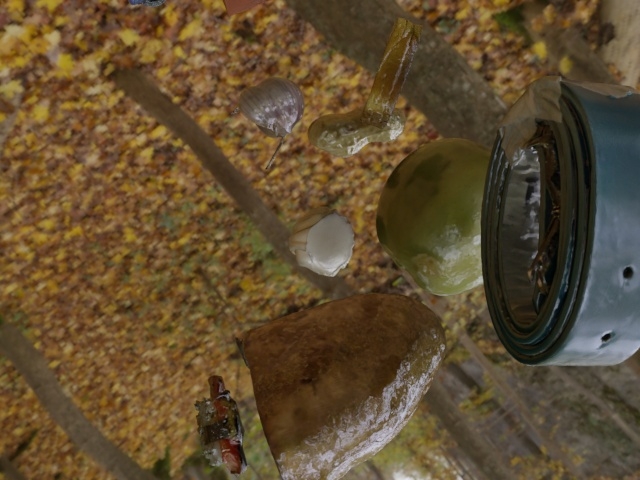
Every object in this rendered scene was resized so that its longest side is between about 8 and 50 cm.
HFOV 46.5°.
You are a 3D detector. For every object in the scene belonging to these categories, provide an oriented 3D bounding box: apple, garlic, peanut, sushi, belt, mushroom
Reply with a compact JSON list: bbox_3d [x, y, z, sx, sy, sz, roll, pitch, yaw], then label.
[{"bbox_3d":[0.297,-0.056,1.713,0.357,0.357,0.357,-39,175,-4],"label":"apple"},{"bbox_3d":[-0.165,-0.348,2.134,0.207,0.207,0.257,-29,138,-66],"label":"garlic"},{"bbox_3d":[0.101,-0.290,1.984,0.274,0.125,0.111,-14,-161,-10],"label":"peanut"},{"bbox_3d":[-0.222,0.412,1.648,0.103,0.226,0.097,-9,165,-10],"label":"sushi"},{"bbox_3d":[0.373,-0.026,1.133,0.173,0.437,0.300,5,-179,-18],"label":"belt"},{"bbox_3d":[0.070,0.261,1.392,0.397,0.224,0.314,-20,-153,-4],"label":"mushroom"}]

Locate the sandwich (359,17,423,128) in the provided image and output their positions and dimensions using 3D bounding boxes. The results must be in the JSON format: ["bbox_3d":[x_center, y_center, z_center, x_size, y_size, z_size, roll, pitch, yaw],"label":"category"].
[{"bbox_3d":[0.151,-0.358,1.607,0.186,0.065,0.215,-105,-145,-89],"label":"sandwich"}]

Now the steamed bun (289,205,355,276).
[{"bbox_3d":[0.000,0.000,1.879,0.183,0.183,0.106,-37,-154,-30],"label":"steamed bun"}]

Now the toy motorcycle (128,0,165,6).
[{"bbox_3d":[-0.380,-0.678,1.717,0.358,0.125,0.212,-23,147,28],"label":"toy motorcycle"}]

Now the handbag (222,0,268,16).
[{"bbox_3d":[-0.106,-0.431,1.212,0.127,0.063,0.190,-22,-177,-3],"label":"handbag"}]
